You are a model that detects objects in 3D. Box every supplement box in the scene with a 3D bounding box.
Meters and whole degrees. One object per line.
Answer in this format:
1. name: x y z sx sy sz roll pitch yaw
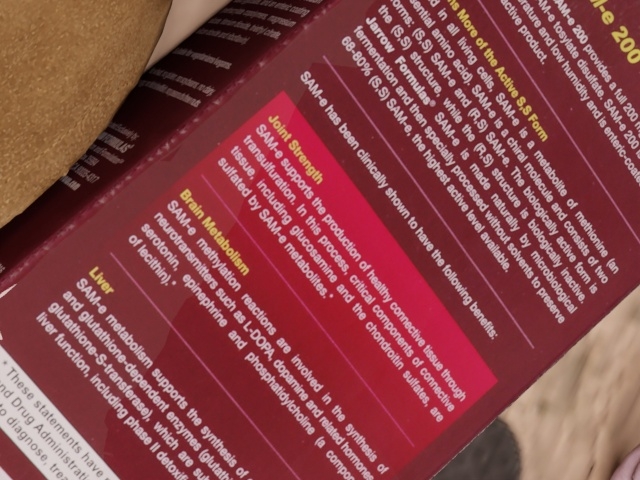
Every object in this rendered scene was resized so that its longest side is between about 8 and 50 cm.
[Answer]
1. supplement box: 0.000 0.000 0.480 0.239 0.073 0.130 -41 113 -10

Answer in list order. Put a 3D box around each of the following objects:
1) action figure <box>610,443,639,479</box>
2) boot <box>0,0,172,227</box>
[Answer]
1. action figure: 0.192 0.271 0.538 0.370 0.248 0.275 28 63 -5
2. boot: -0.059 -0.115 0.433 0.305 0.112 0.115 -48 143 -15
